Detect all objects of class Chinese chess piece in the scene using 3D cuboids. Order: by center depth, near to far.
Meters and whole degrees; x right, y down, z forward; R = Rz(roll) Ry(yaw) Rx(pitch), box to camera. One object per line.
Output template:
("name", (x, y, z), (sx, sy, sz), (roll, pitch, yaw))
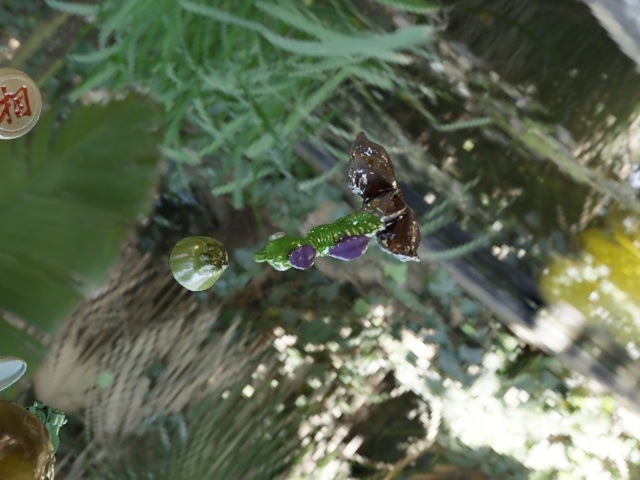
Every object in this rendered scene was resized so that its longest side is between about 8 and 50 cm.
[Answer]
("Chinese chess piece", (-0.535, -0.233, 1.864), (0.051, 0.122, 0.122), (24, 167, 41))

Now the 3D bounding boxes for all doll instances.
("doll", (0.000, 0.000, 1.427), (0.115, 0.190, 0.050), (27, 128, 57))

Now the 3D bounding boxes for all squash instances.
("squash", (-0.199, 0.029, 1.956), (0.105, 0.105, 0.132), (41, 151, -16))

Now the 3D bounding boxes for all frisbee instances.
("frisbee", (-0.441, 0.181, 1.443), (0.014, 0.110, 0.110), (60, -177, 19))

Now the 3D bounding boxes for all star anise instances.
("star anise", (0.093, -0.052, 1.605), (0.197, 0.073, 0.212), (-84, -30, -76))

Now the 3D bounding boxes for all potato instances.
("potato", (-0.538, 0.320, 1.616), (0.300, 0.196, 0.246), (22, -133, -22))

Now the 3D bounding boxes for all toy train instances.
("toy train", (-0.633, 0.452, 2.460), (0.105, 0.178, 0.071), (19, 171, -37))
